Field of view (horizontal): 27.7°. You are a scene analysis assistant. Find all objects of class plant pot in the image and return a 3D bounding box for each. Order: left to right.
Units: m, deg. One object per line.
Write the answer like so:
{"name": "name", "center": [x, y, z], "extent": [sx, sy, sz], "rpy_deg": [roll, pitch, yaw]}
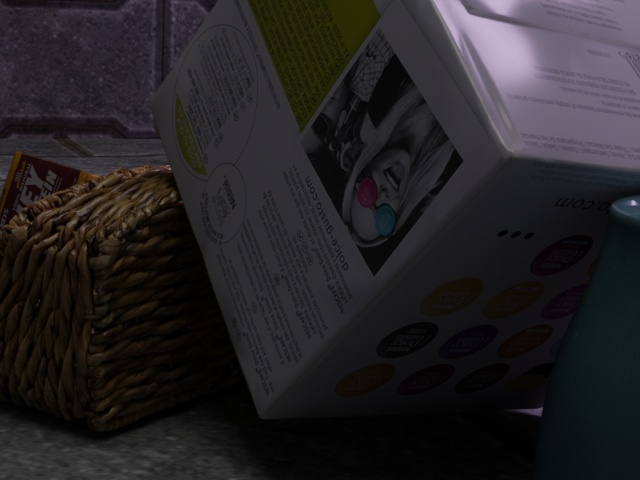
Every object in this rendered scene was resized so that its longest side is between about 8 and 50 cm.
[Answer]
{"name": "plant pot", "center": [0.277, 0.103, 0.869], "extent": [0.271, 0.255, 0.272], "rpy_deg": [3, 10, -1]}

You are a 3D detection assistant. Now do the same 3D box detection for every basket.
{"name": "basket", "center": [-0.190, 0.032, 1.236], "extent": [0.223, 0.214, 0.299], "rpy_deg": [10, 13, 34]}

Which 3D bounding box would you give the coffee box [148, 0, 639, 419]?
{"name": "coffee box", "center": [0.107, -0.077, 1.098], "extent": [0.337, 0.334, 0.338], "rpy_deg": [4, 50, -39]}

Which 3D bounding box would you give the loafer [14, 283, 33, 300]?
{"name": "loafer", "center": [-0.332, 0.078, 1.265], "extent": [0.170, 0.062, 0.061], "rpy_deg": [-31, -7, -37]}

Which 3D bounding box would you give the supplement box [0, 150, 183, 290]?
{"name": "supplement box", "center": [-0.248, -0.004, 1.488], "extent": [0.194, 0.129, 0.191], "rpy_deg": [18, -1, -39]}
